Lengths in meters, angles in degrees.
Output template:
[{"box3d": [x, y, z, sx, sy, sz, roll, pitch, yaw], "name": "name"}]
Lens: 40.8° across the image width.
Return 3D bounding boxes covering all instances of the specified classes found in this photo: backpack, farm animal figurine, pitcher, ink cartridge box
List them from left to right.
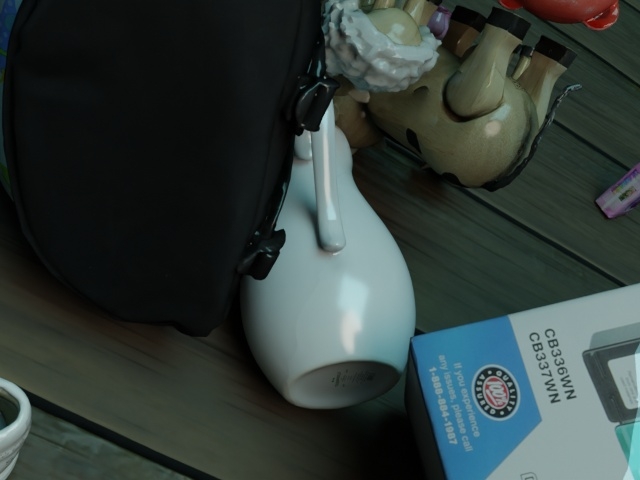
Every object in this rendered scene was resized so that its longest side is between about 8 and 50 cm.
[{"box3d": [-0.120, -0.163, 0.596, 0.273, 0.290, 0.355, 15, 42, -4], "name": "backpack"}, {"box3d": [0.000, 0.000, 0.622, 0.125, 0.178, 0.207, -7, 58, -6], "name": "pitcher"}, {"box3d": [0.091, -0.129, 0.772, 0.330, 0.172, 0.327, 18, 14, -27], "name": "farm animal figurine"}, {"box3d": [0.208, 0.144, 0.550, 0.270, 0.197, 0.198, -14, 69, -1], "name": "ink cartridge box"}]

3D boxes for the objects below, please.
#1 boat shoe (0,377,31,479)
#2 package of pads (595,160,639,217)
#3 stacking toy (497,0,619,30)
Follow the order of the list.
[{"box3d": [-0.283, 0.081, 0.421, 0.277, 0.096, 0.098, 6, 56, -31], "name": "boat shoe"}, {"box3d": [0.359, -0.063, 0.977, 0.050, 0.083, 0.032, -12, 61, -43], "name": "package of pads"}, {"box3d": [0.078, -0.262, 0.606, 0.309, 0.130, 0.279, 19, 2, 25], "name": "stacking toy"}]
